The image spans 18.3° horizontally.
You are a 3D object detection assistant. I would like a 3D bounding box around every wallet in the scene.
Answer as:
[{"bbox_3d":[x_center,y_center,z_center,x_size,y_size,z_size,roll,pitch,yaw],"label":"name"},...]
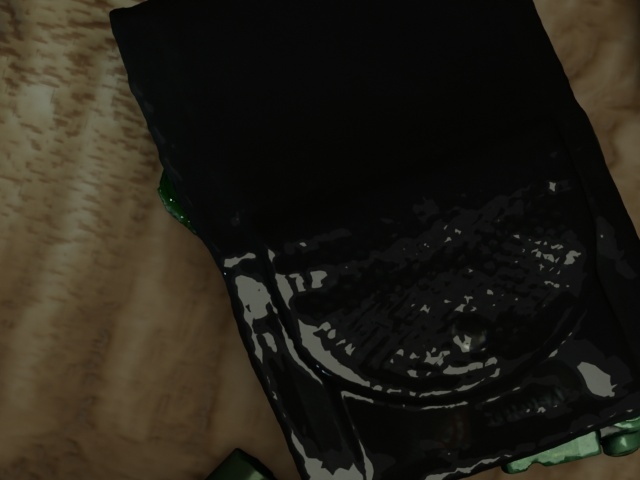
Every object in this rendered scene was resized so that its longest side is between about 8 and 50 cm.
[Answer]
[{"bbox_3d":[0.047,-0.023,1.125,0.247,0.041,0.323,-19,76,-14],"label":"wallet"}]

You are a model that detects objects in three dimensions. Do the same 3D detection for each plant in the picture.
[{"bbox_3d":[-0.066,0.174,1.176,0.051,0.051,0.102,37,92,-6],"label":"plant"}]

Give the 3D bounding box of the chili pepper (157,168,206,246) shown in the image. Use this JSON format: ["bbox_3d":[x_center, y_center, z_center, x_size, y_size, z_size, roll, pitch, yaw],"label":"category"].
[{"bbox_3d":[-0.001,0.000,1.177,0.108,0.062,0.216,-43,97,-5],"label":"chili pepper"}]

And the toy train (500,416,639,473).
[{"bbox_3d":[0.140,0.048,1.191,0.105,0.071,0.178,-14,93,2],"label":"toy train"}]
